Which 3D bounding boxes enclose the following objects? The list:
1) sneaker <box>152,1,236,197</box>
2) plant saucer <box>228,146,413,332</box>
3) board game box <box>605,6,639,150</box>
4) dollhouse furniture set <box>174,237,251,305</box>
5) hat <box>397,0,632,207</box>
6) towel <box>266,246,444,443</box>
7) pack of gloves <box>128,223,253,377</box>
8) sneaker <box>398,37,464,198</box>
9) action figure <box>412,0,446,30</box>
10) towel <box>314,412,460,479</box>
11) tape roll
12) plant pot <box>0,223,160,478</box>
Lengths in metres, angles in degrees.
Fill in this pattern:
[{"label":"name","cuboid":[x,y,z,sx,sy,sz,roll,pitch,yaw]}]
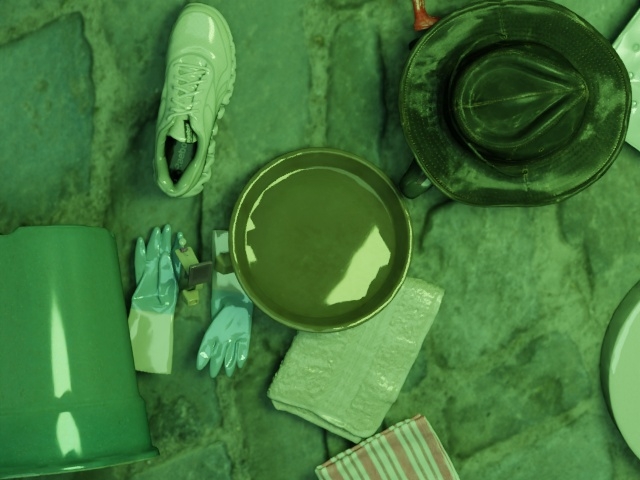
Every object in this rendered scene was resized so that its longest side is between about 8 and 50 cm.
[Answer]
[{"label":"sneaker","cuboid":[-0.189,-0.200,1.723,0.110,0.118,0.292,8,99,1]},{"label":"plant saucer","cuboid":[0.000,0.000,1.759,0.277,0.041,0.278,1,83,-7]},{"label":"board game box","cuboid":[0.630,-0.255,1.707,0.390,0.050,0.390,33,104,-9]},{"label":"dollhouse furniture set","cuboid":[-0.164,0.033,1.798,0.114,0.081,0.091,-14,139,-23]},{"label":"hat","cuboid":[0.275,-0.197,1.615,0.331,0.134,0.332,0,88,-1]},{"label":"towel","cuboid":[0.051,0.163,1.822,0.187,0.049,0.282,24,100,-4]},{"label":"pack of gloves","cuboid":[-0.198,0.094,1.825,0.195,0.046,0.232,8,90,-1]},{"label":"sneaker","cuboid":[0.169,-0.208,1.729,0.162,0.106,0.281,39,89,-3]},{"label":"action figure","cuboid":[0.172,-0.453,1.681,0.139,0.091,0.281,-12,102,10]},{"label":"towel","cuboid":[0.105,0.369,1.849,0.197,0.029,0.144,-28,113,3]},{"label":"tape roll","cuboid":[0.627,0.197,1.807,0.391,0.072,0.392,0,100,1]},{"label":"plant pot","cuboid":[-0.409,0.156,1.687,0.341,0.341,0.334,-4,85,2]}]
